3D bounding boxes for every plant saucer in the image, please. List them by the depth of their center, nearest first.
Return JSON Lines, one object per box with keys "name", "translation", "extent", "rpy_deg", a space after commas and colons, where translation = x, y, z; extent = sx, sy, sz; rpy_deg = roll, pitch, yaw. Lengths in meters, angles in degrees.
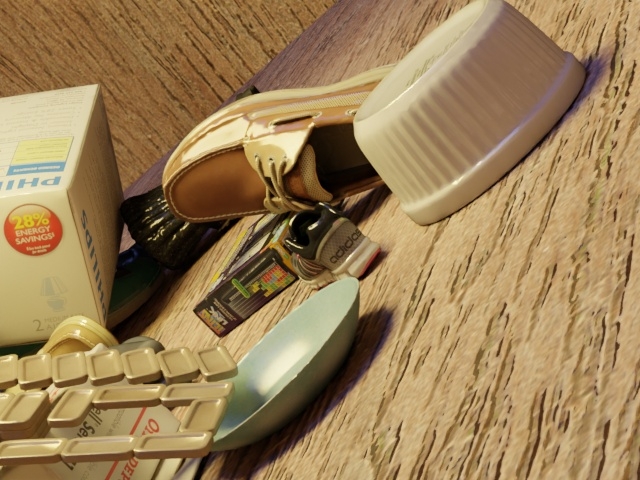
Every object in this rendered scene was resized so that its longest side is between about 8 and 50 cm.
{"name": "plant saucer", "translation": [-0.028, 0.110, 1.361], "extent": [0.195, 0.037, 0.195], "rpy_deg": [-42, 10, 9]}

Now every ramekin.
{"name": "ramekin", "translation": [0.124, -0.123, 1.503], "extent": [0.207, 0.109, 0.207], "rpy_deg": [-42, 10, 9]}

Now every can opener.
{"name": "can opener", "translation": [-0.195, 0.129, 1.823], "extent": [0.095, 0.076, 0.283], "rpy_deg": [-49, 12, -20]}

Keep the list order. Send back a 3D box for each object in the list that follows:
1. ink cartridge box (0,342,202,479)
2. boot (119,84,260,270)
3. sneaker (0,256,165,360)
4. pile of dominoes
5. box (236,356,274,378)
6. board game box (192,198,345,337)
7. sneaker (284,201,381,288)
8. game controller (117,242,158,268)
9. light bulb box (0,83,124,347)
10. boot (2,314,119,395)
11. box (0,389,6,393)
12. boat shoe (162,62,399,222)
{"name": "ink cartridge box", "translation": [-0.253, 0.230, 1.512], "extent": [0.353, 0.119, 0.207], "rpy_deg": [-39, 12, 22]}
{"name": "boot", "translation": [-0.152, -0.075, 2.291], "extent": [0.260, 0.131, 0.348], "rpy_deg": [-37, 0, -1]}
{"name": "sneaker", "translation": [-0.362, 0.087, 2.384], "extent": [0.302, 0.121, 0.108], "rpy_deg": [-33, 11, -24]}
{"name": "pile of dominoes", "translation": [-0.189, 0.146, 1.378], "extent": [0.251, 0.040, 0.196], "rpy_deg": [-3, 20, 12]}
{"name": "box", "translation": [-0.056, 0.116, 1.495], "extent": [0.067, 0.018, 0.083], "rpy_deg": [-40, 11, 23]}
{"name": "board game box", "translation": [-0.053, 0.013, 1.816], "extent": [0.141, 0.048, 0.170], "rpy_deg": [-40, 11, 31]}
{"name": "sneaker", "translation": [0.000, 0.000, 1.583], "extent": [0.063, 0.075, 0.170], "rpy_deg": [-46, 10, -11]}
{"name": "game controller", "translation": [-0.349, 0.091, 2.611], "extent": [0.319, 0.067, 0.166], "rpy_deg": [-37, 7, 30]}
{"name": "light bulb box", "translation": [-0.465, -0.026, 2.280], "extent": [0.357, 0.225, 0.361], "rpy_deg": [-8, 27, 4]}
{"name": "boot", "translation": [-0.349, 0.213, 2.001], "extent": [0.262, 0.095, 0.203], "rpy_deg": [-42, 7, 47]}
{"name": "box", "translation": [-0.497, 0.282, 2.423], "extent": [0.232, 0.058, 0.322], "rpy_deg": [-42, 9, 11]}
{"name": "boat shoe", "translation": [-0.021, -0.088, 1.730], "extent": [0.324, 0.123, 0.116], "rpy_deg": [-21, 29, 18]}
